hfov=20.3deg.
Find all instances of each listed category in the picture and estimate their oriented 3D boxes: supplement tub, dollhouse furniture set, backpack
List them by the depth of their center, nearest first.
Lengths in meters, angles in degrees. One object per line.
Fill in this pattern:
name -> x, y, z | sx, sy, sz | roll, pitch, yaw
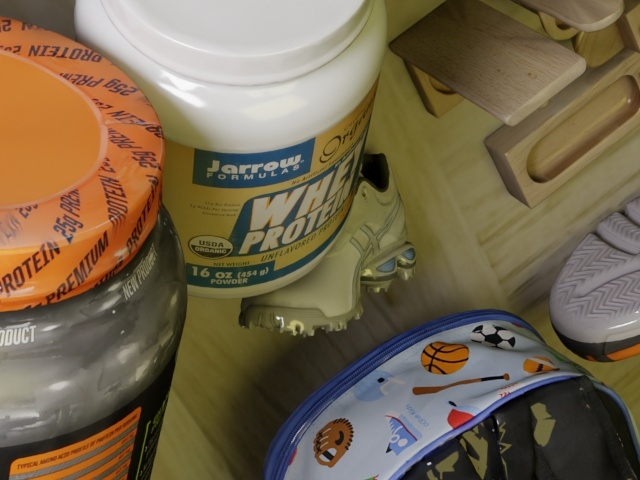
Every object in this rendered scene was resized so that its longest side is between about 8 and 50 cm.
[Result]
supplement tub -> -0.176, 0.080, 0.813 | 0.207, 0.207, 0.338 | -8, 133, -28
supplement tub -> -0.045, -0.077, 0.860 | 0.144, 0.144, 0.199 | -25, 155, -19
dollhouse furniture set -> 0.155, -0.082, 1.072 | 0.144, 0.123, 0.151 | -38, 128, -10
backpack -> 0.088, 0.174, 1.109 | 0.276, 0.213, 0.263 | -32, 135, -22

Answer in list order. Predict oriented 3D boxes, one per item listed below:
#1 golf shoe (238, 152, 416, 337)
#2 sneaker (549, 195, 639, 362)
golf shoe -> 0.000, 0.000, 1.026 | 0.176, 0.069, 0.086 | -38, 128, -63
sneaker -> 0.306, 0.037, 1.227 | 0.321, 0.124, 0.180 | -28, 124, -17
